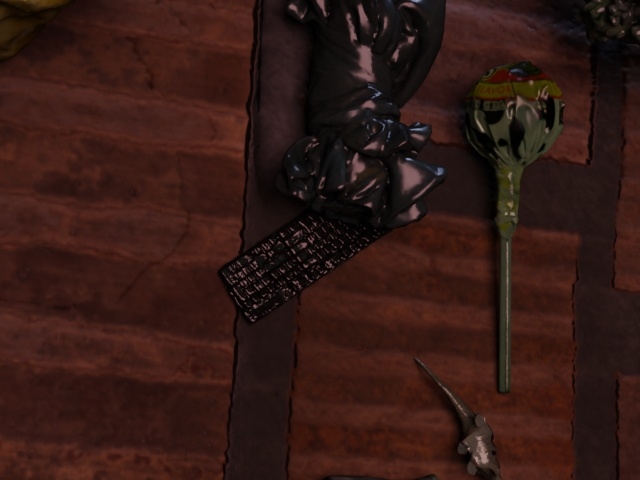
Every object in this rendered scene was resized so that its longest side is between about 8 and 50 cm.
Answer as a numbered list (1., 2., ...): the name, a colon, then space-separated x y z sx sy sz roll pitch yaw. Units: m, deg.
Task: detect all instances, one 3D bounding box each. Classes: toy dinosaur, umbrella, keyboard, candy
1. toy dinosaur: 0.139 0.181 1.302 0.037 0.058 0.180 -25 93 1
2. umbrella: 0.039 -0.183 1.304 0.143 0.094 0.349 10 74 -22
3. keyboard: 0.000 0.000 1.300 0.195 0.018 0.060 -35 90 -23
4. candy: 0.179 -0.012 1.348 0.091 0.083 0.305 1 88 -15

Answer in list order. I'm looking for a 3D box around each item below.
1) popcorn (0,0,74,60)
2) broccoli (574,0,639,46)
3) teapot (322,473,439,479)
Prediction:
1. popcorn: -0.263 -0.283 1.152 0.225 0.276 0.276 34 66 -51
2. broccoli: 0.383 -0.281 1.356 0.317 0.338 0.277 5 108 -41
3. teapot: 0.055 0.223 1.272 0.110 0.043 0.043 0 81 -25
